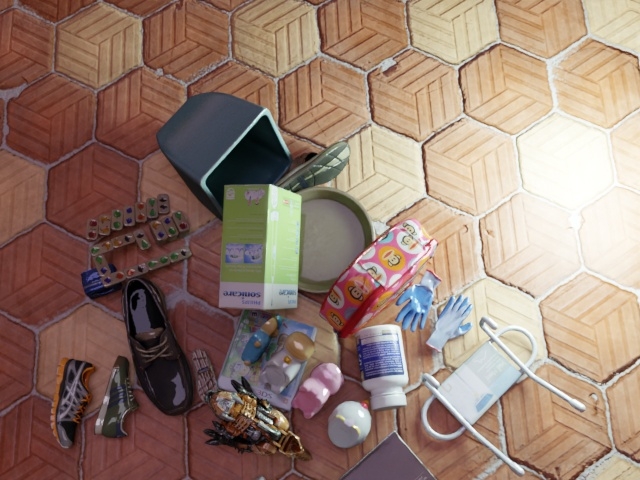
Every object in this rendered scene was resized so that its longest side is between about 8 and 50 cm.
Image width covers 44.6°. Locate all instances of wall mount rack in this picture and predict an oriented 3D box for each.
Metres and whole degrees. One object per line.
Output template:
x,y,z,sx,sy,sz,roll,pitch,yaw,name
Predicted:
0.412,0.357,1.806,0.350,0.130,0.304,-42,75,-10,wall mount rack

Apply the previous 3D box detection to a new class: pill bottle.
0.148,0.301,1.842,0.111,0.112,0.187,-7,71,0,pill bottle

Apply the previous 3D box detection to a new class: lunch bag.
0.127,0.097,1.835,0.120,0.258,0.293,45,55,11,lunch bag
-0.543,0.105,1.954,0.098,0.067,0.065,-19,73,-6,lunch bag

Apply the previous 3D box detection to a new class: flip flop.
-0.044,-0.178,2.020,0.277,0.112,0.080,-34,59,-3,flip flop

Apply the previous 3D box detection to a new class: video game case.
-0.130,0.285,1.903,0.193,0.023,0.213,17,73,7,video game case

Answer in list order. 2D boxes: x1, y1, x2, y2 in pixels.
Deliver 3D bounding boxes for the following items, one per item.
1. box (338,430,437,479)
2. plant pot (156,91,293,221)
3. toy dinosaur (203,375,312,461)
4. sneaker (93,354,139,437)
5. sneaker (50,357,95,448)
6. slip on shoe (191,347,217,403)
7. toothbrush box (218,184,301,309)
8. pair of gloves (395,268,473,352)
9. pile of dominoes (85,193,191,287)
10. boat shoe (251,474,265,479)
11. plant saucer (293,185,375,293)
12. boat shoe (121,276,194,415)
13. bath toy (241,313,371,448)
0.166,0.557,1.727,0.167,0.168,0.203,-39,75,-10,box
-0.265,-0.227,1.970,0.252,0.247,0.248,33,75,27,plant pot
-0.144,0.424,1.741,0.164,0.218,0.322,-41,116,-28,toy dinosaur
-0.471,0.378,1.868,0.086,0.064,0.192,14,73,-1,sneaker
-0.587,0.384,1.858,0.083,0.084,0.215,0,71,-3,sneaker
-0.280,0.328,1.885,0.051,0.041,0.135,-20,73,-5,slip on shoe
-0.139,0.020,1.848,0.122,0.206,0.283,0,87,19,toothbrush box
0.279,0.175,1.891,0.198,0.023,0.159,36,83,-12,pair of gloves
-0.460,-0.013,1.967,0.251,0.040,0.196,-21,71,-24,pile of dominoes
-0.186,0.616,1.778,0.184,0.066,0.063,-42,89,-13,boat shoe
0.000,0.000,1.976,0.277,0.041,0.278,-1,76,3,plant saucer
-0.406,0.249,1.868,0.132,0.130,0.356,-24,73,-6,boat shoe
-0.013,0.326,1.821,0.348,0.129,0.151,42,119,8,bath toy
